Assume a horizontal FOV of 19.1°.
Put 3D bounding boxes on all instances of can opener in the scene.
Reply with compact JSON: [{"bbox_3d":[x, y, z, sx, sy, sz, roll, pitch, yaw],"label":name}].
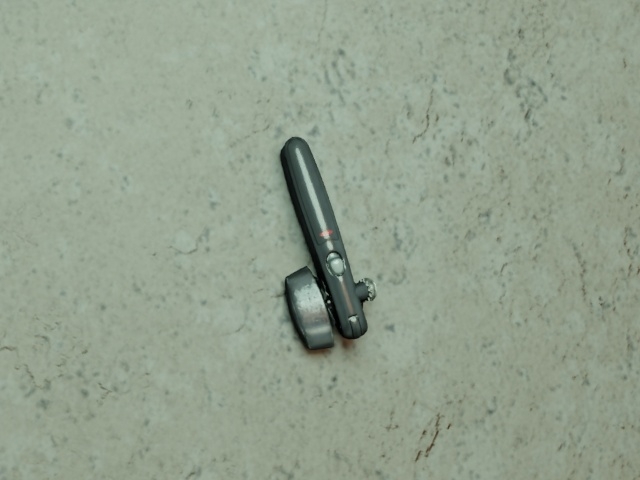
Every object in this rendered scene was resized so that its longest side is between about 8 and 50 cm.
[{"bbox_3d":[0.000,0.000,1.649,0.073,0.059,0.186,-12,89,-19],"label":"can opener"}]
